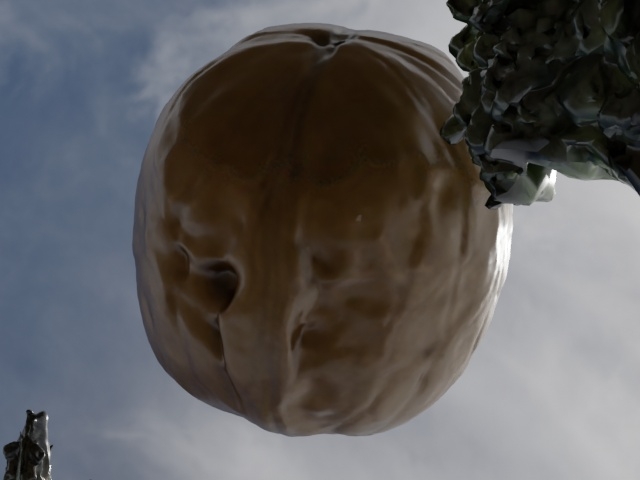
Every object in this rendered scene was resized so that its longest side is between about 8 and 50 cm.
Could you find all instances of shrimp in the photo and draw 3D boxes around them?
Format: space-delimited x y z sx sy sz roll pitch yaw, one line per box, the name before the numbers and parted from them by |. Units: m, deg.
shrimp | -0.242 0.238 0.962 0.051 0.262 0.198 7 -160 6

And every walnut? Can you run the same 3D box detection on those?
walnut | 0.000 0.000 0.552 0.195 0.222 0.195 9 -160 -3

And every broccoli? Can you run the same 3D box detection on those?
broccoli | 0.170 -0.070 0.437 0.165 0.304 0.145 8 -91 34
